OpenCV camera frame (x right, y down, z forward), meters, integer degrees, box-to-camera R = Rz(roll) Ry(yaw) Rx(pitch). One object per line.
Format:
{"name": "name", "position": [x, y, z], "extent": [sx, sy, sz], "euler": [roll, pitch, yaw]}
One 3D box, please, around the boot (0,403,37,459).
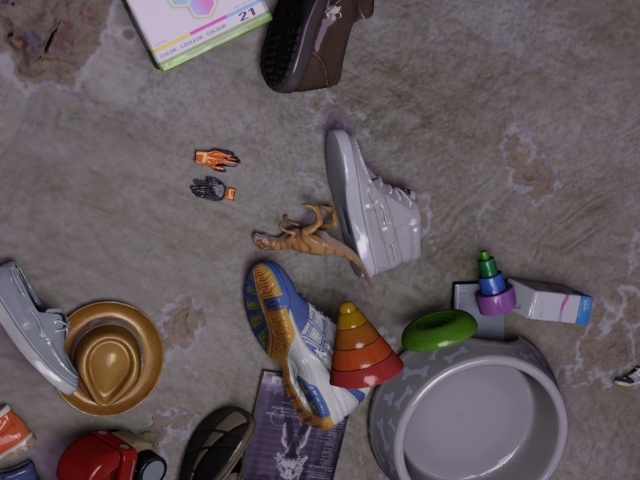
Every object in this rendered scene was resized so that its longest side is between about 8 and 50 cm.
{"name": "boot", "position": [-0.539, 0.325, 1.719], "extent": [0.158, 0.059, 0.084], "euler": [-33, 104, -13]}

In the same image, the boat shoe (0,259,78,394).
{"name": "boat shoe", "position": [-0.429, 0.129, 1.662], "extent": [0.081, 0.079, 0.227], "euler": [-37, 87, -4]}

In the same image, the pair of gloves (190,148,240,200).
{"name": "pair of gloves", "position": [-0.167, -0.104, 1.729], "extent": [0.074, 0.010, 0.083], "euler": [6, 103, -15]}

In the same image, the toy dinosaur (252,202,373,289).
{"name": "toy dinosaur", "position": [0.000, 0.000, 1.754], "extent": [0.211, 0.064, 0.112], "euler": [12, 96, 14]}

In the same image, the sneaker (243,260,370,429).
{"name": "sneaker", "position": [-0.021, 0.156, 1.784], "extent": [0.131, 0.112, 0.296], "euler": [-30, 103, -31]}

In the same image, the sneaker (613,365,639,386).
{"name": "sneaker", "position": [0.564, 0.244, 1.960], "extent": [0.083, 0.032, 0.037], "euler": [-2, 89, -17]}

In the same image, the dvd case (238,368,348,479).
{"name": "dvd case", "position": [-0.042, 0.335, 1.848], "extent": [0.164, 0.018, 0.221], "euler": [10, 99, -16]}

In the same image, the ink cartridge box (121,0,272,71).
{"name": "ink cartridge box", "position": [-0.214, -0.405, 1.608], "extent": [0.189, 0.097, 0.255], "euler": [-27, 107, -6]}

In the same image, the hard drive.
{"name": "hard drive", "position": [0.270, 0.137, 1.872], "extent": [0.094, 0.022, 0.135], "euler": [-2, 103, -12]}

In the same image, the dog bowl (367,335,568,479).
{"name": "dog bowl", "position": [0.261, 0.319, 1.855], "extent": [0.349, 0.102, 0.349], "euler": [-4, 109, -11]}

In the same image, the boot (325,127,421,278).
{"name": "boot", "position": [0.091, -0.072, 1.760], "extent": [0.123, 0.095, 0.258], "euler": [-18, 114, -14]}

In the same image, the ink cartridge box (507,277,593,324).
{"name": "ink cartridge box", "position": [0.384, 0.103, 1.844], "extent": [0.122, 0.088, 0.052], "euler": [6, 100, -26]}

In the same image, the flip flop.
{"name": "flip flop", "position": [-0.175, 0.402, 1.796], "extent": [0.080, 0.112, 0.277], "euler": [17, 96, -41]}

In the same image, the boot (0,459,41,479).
{"name": "boot", "position": [-0.534, 0.421, 1.738], "extent": [0.190, 0.069, 0.086], "euler": [-21, 99, -16]}

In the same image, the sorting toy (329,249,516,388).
{"name": "sorting toy", "position": [0.157, 0.109, 1.743], "extent": [0.365, 0.127, 0.126], "euler": [-23, 105, -26]}

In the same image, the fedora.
{"name": "fedora", "position": [-0.336, 0.196, 1.721], "extent": [0.194, 0.079, 0.194], "euler": [-3, 103, -12]}

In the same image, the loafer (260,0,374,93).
{"name": "loafer", "position": [0.020, -0.395, 1.662], "extent": [0.130, 0.134, 0.366], "euler": [8, 111, -37]}

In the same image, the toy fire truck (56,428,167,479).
{"name": "toy fire truck", "position": [-0.394, 0.407, 1.689], "extent": [0.246, 0.158, 0.217], "euler": [2, 105, -49]}
